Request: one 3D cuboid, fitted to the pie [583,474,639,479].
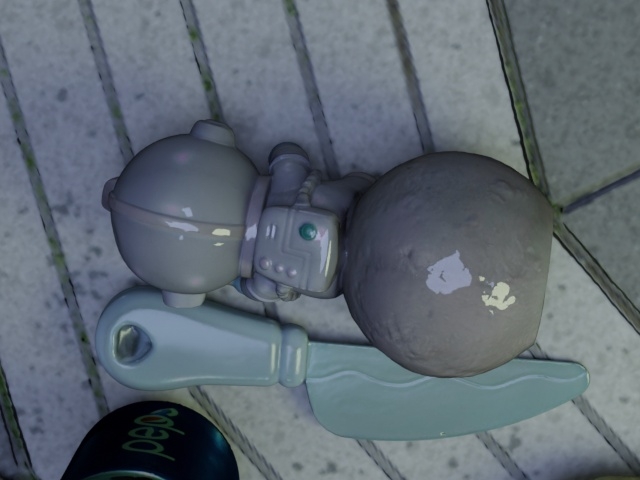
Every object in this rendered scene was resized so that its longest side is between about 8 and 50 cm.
[{"bbox_3d":[0.209,0.319,1.199,0.337,0.075,0.338,2,105,7],"label":"pie"}]

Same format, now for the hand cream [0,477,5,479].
[{"bbox_3d":[-0.169,0.221,1.216,0.194,0.042,0.067,25,103,2],"label":"hand cream"}]

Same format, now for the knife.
[{"bbox_3d":[0.013,0.093,1.184,0.331,0.044,0.080,10,102,-2],"label":"knife"}]

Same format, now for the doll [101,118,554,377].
[{"bbox_3d":[0.000,0.000,1.113,0.287,0.151,0.151,11,102,4],"label":"doll"}]

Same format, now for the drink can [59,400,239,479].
[{"bbox_3d":[-0.112,0.174,1.119,0.118,0.205,0.118,0,101,1],"label":"drink can"}]
